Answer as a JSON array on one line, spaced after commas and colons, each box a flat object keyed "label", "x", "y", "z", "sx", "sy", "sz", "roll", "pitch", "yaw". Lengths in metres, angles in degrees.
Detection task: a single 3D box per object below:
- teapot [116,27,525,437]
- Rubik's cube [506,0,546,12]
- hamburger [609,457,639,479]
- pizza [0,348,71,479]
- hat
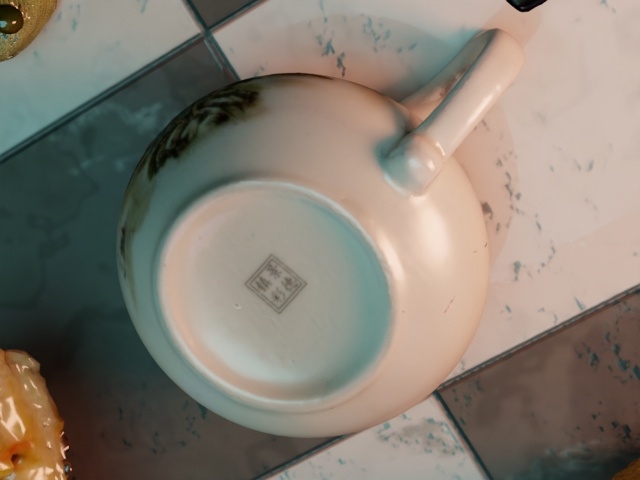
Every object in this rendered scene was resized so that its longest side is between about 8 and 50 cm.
[{"label": "teapot", "x": 0.000, "y": 0.000, "z": 0.986, "sx": 0.298, "sy": 0.139, "sz": 0.204, "roll": -38, "pitch": 96, "yaw": 23}, {"label": "Rubik's cube", "x": 0.129, "y": -0.241, "z": 0.848, "sx": 0.187, "sy": 0.184, "sz": 0.182, "roll": -31, "pitch": 100, "yaw": 18}, {"label": "hamburger", "x": 0.287, "y": 0.198, "z": 0.975, "sx": 0.288, "sy": 0.192, "sz": 0.167, "roll": 2, "pitch": 105, "yaw": 39}, {"label": "pizza", "x": -0.217, "y": 0.314, "z": 1.055, "sx": 0.406, "sy": 0.130, "sz": 0.440, "roll": 53, "pitch": 127, "yaw": 24}, {"label": "hat", "x": -0.194, "y": -0.137, "z": 1.021, "sx": 0.077, "sy": 0.059, "sz": 0.076, "roll": 41, "pitch": 117, "yaw": -8}]
